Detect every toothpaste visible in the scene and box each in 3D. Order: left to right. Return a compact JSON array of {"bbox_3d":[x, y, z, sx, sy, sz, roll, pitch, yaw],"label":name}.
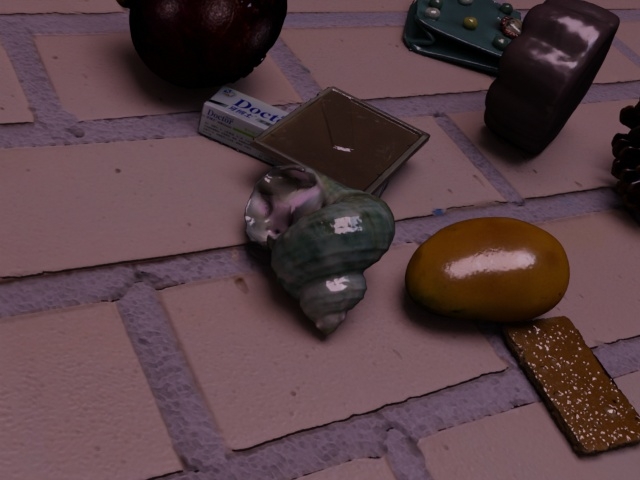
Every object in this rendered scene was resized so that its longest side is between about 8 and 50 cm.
[{"bbox_3d":[-0.041,-0.162,1.422,0.336,0.067,0.081,24,38,6],"label":"toothpaste"}]

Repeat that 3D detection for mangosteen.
[{"bbox_3d":[-0.205,-0.418,1.460,0.297,0.293,0.297,-15,18,5],"label":"mangosteen"}]

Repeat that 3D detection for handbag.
[{"bbox_3d":[0.340,-0.506,1.922,0.274,0.100,0.269,18,40,0],"label":"handbag"}]

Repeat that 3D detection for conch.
[{"bbox_3d":[0.000,0.000,1.190,0.220,0.195,0.277,-13,68,6],"label":"conch"}]

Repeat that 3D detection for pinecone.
[{"bbox_3d":[0.664,-0.161,1.566,0.246,0.246,0.292,29,49,12],"label":"pinecone"}]

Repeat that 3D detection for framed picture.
[{"bbox_3d":[0.042,-0.169,1.401,0.213,0.016,0.289,29,37,13],"label":"framed picture"}]

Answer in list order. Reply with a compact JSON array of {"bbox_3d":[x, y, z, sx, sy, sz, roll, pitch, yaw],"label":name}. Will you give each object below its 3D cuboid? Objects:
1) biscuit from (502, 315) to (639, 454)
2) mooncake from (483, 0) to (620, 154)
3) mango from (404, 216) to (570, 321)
[{"bbox_3d":[0.365,0.205,1.202,0.131,0.025,0.231,-4,46,-24],"label":"biscuit"},{"bbox_3d":[0.435,-0.319,1.601,0.154,0.306,0.306,31,42,16],"label":"mooncake"},{"bbox_3d":[0.248,0.041,1.254,0.254,0.139,0.175,2,32,-10],"label":"mango"}]
